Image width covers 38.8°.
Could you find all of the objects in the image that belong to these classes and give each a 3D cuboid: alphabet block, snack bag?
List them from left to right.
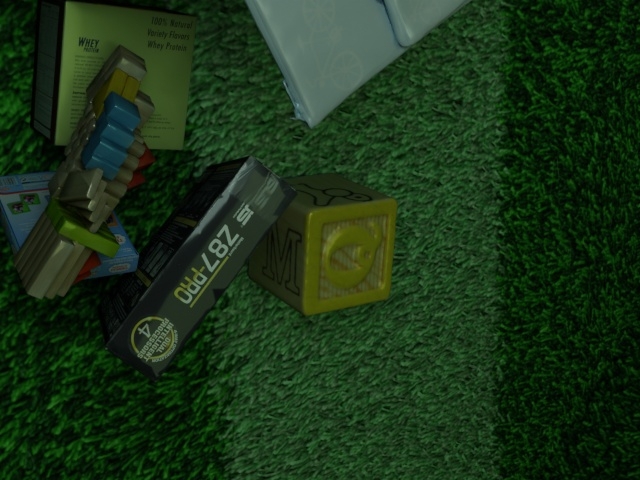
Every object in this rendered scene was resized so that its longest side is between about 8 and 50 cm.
[{"bbox_3d":[0.000,0.000,1.612,0.192,0.197,0.193,-10,113,-31],"label":"alphabet block"},{"bbox_3d":[0.042,-0.346,1.023,0.342,0.037,0.323,-40,125,-17],"label":"snack bag"}]

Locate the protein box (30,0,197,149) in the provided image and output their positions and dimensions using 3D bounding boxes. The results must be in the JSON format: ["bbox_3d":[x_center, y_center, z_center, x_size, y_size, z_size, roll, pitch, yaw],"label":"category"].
[{"bbox_3d":[-0.309,-0.249,1.348,0.199,0.136,0.201,-2,108,-33],"label":"protein box"}]

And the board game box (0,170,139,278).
[{"bbox_3d":[-0.381,-0.025,1.337,0.160,0.211,0.039,-9,135,-31],"label":"board game box"}]

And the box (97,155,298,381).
[{"bbox_3d":[-0.203,0.026,1.364,0.097,0.395,0.318,37,83,-14],"label":"box"}]

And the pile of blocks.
[{"bbox_3d":[-0.280,-0.080,1.214,0.112,0.149,0.362,29,74,-36],"label":"pile of blocks"}]
